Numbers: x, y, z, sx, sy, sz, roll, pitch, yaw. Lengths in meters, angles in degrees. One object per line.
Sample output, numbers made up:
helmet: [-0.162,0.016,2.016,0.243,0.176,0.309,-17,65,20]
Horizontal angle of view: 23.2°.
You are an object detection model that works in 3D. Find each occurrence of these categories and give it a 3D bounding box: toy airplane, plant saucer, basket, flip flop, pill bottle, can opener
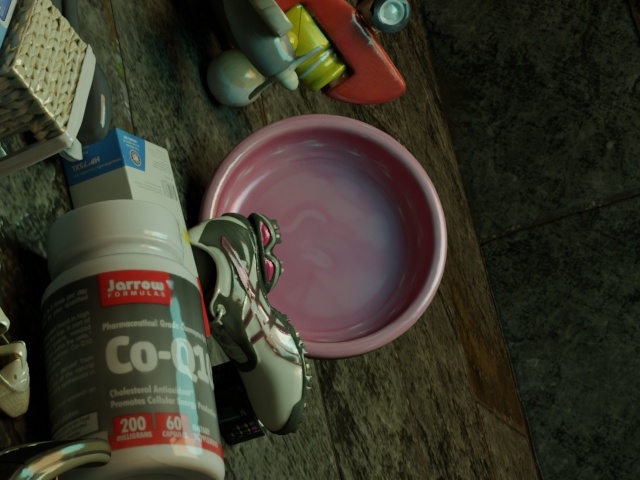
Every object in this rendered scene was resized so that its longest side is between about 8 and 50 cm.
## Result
toy airplane: [-0.093,-0.326,2.247,0.384,0.272,0.386,37,8,31]
plant saucer: [0.000,0.000,2.069,0.084,0.332,0.332,120,-43,-72]
basket: [-0.303,-0.156,1.536,0.103,0.113,0.167,56,22,-32]
flip flop: [-0.260,0.221,1.269,0.277,0.112,0.080,-34,114,-71]
pill bottle: [-0.189,0.113,1.518,0.161,0.161,0.283,44,31,-58]
can opener: [-0.274,-0.215,1.720,0.076,0.095,0.284,49,28,-55]

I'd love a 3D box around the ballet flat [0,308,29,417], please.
ballet flat: [-0.293,0.095,1.388,0.057,0.052,0.168,-89,155,-50]

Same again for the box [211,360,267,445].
box: [-0.103,0.198,1.910,0.062,0.052,0.083,-84,150,-55]

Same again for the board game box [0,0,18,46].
board game box: [-0.400,-0.245,1.350,0.302,0.086,0.308,-87,154,-52]

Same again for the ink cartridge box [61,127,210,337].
ink cartridge box: [-0.204,0.004,1.740,0.134,0.078,0.231,22,51,-69]

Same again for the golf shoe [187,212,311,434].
golf shoe: [-0.095,0.104,1.842,0.120,0.105,0.273,-10,84,-40]
